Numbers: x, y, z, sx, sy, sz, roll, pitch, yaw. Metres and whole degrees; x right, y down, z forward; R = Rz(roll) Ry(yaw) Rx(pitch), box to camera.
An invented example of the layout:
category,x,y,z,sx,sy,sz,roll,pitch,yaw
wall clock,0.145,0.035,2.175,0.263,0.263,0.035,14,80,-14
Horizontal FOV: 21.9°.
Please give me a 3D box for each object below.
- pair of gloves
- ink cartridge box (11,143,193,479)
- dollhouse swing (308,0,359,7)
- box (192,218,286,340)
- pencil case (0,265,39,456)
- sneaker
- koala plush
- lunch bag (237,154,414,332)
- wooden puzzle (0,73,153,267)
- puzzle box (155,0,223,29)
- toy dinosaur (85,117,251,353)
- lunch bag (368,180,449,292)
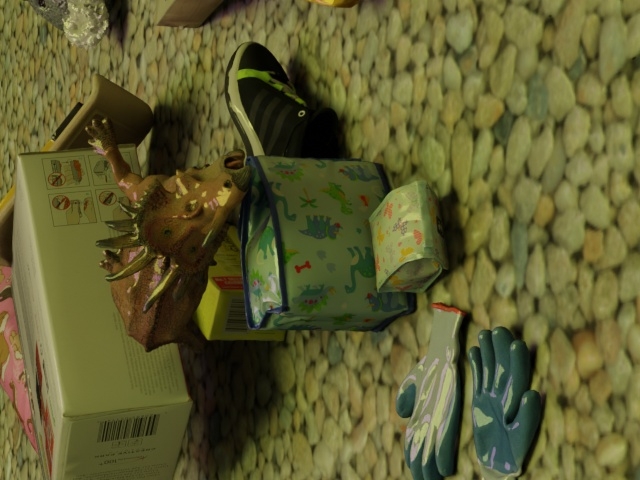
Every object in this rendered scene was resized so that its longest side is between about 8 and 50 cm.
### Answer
category,x,y,z,sx,sy,sz,roll,pitch,yaw
pair of gloves,0.111,0.135,1.312,0.198,0.023,0.159,23,108,62
ink cartridge box,-0.239,0.103,1.731,0.272,0.130,0.309,110,150,-55
dollhouse swing,-0.122,-0.372,1.387,0.347,0.305,0.315,18,105,36
box,-0.112,0.029,1.708,0.232,0.087,0.058,-132,50,-57
pencil case,-0.304,0.152,1.997,0.386,0.167,0.160,-129,27,-54
sneaker,-0.019,-0.104,1.569,0.097,0.084,0.234,-35,54,29
koala plush,-0.323,-0.363,2.120,0.196,0.203,0.221,-125,22,-64
lunch bag,0.000,0.000,1.431,0.096,0.129,0.151,-33,59,58
wooden puzzle,-0.292,-0.075,1.904,0.238,0.044,0.221,-56,-10,1
puzzle box,-0.130,-0.443,1.757,0.272,0.052,0.409,180,92,-78
toy dinosaur,-0.139,0.022,1.470,0.200,0.127,0.295,-105,16,-50
lunch bag,0.076,-0.002,1.363,0.083,0.053,0.071,122,145,-61
